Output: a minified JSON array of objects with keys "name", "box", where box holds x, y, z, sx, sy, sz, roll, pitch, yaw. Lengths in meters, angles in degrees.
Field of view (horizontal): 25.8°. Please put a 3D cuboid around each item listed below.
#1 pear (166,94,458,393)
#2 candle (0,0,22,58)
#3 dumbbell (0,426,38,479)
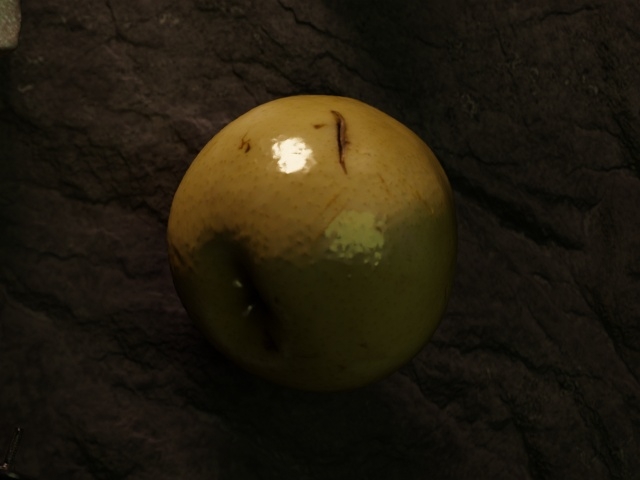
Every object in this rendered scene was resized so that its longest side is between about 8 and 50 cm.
[{"name":"pear","box":[0.000,0.000,1.420,0.309,0.309,0.309,3,85,-36]},{"name":"candle","box":[-0.351,-0.240,1.314,0.168,0.068,0.192,51,62,-18]},{"name":"dumbbell","box":[-0.306,0.247,1.311,0.069,0.069,0.147,26,72,-32]}]
